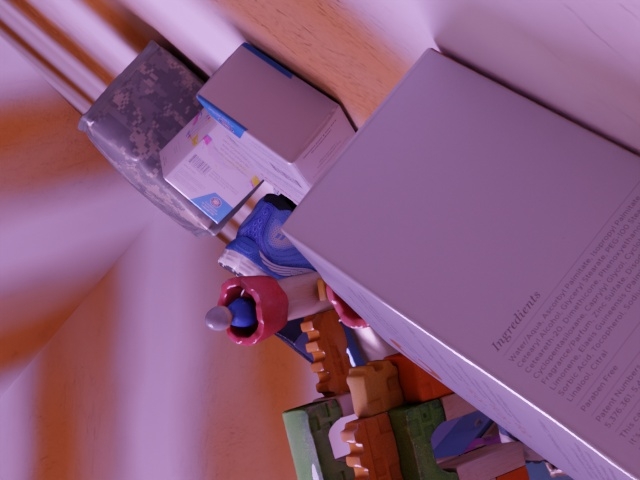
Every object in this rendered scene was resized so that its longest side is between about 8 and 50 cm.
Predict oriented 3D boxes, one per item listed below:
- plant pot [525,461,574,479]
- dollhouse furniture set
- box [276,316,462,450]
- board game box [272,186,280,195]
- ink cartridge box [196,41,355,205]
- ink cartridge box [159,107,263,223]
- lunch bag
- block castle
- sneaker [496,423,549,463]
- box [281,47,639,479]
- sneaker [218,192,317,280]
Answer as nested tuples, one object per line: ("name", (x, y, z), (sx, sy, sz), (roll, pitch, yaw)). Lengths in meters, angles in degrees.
("plant pot", (0.322, 0.383, 1.997), (0.165, 0.234, 0.166), (39, 175, 4))
("dollhouse furniture set", (0.214, 0.138, 1.645), (0.286, 0.198, 0.303), (-17, 103, 36))
("box", (0.116, 0.193, 2.084), (0.343, 0.179, 0.312), (39, 176, -8))
("board game box", (-0.035, -0.042, 1.888), (0.090, 0.020, 0.090), (34, 142, 49))
("ink cartridge box", (-0.027, -0.102, 1.318), (0.140, 0.082, 0.190), (37, 174, 27))
("ink cartridge box", (-0.111, -0.112, 1.532), (0.092, 0.143, 0.090), (42, -169, -24))
("lunch bag", (-0.199, -0.128, 1.734), (0.235, 0.169, 0.287), (42, 170, -9))
("block castle", (0.048, 0.241, 1.458), (0.303, 0.213, 0.453), (-14, 89, 50))
("sneaker", (0.274, 0.170, 1.394), (0.122, 0.110, 0.283), (65, 157, -2))
("box", (0.177, 0.054, 0.840), (0.345, 0.168, 0.215), (34, 172, 34))
("sneaker", (0.000, 0.000, 1.718), (0.130, 0.147, 0.330), (31, -170, 24))
